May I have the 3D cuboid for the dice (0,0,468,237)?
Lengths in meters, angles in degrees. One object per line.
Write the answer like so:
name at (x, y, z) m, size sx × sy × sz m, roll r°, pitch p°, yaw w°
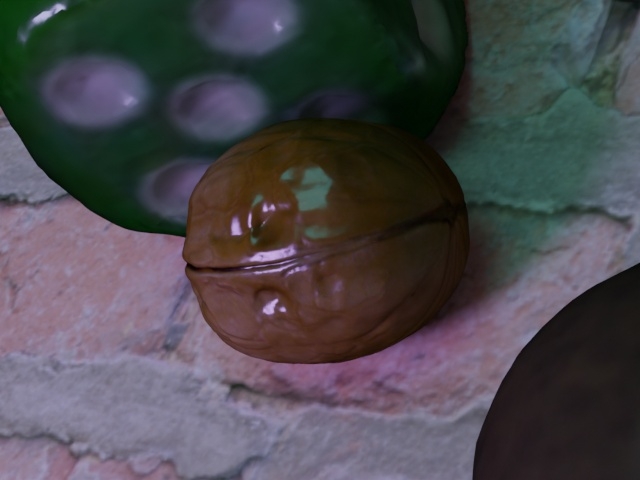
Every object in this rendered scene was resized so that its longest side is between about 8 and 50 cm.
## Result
dice at (-0.075, -0.197, 1.396) m, size 0.287 × 0.300 × 0.297 m, roll -20°, pitch 46°, yaw 20°

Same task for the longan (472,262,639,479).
longan at (0.218, 0.141, 0.913) m, size 0.297 × 0.297 × 0.297 m, roll -21°, pitch 47°, yaw 24°

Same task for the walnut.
walnut at (0.000, 0.000, 1.279) m, size 0.207 × 0.167 × 0.167 m, roll -10°, pitch 53°, yaw 32°
